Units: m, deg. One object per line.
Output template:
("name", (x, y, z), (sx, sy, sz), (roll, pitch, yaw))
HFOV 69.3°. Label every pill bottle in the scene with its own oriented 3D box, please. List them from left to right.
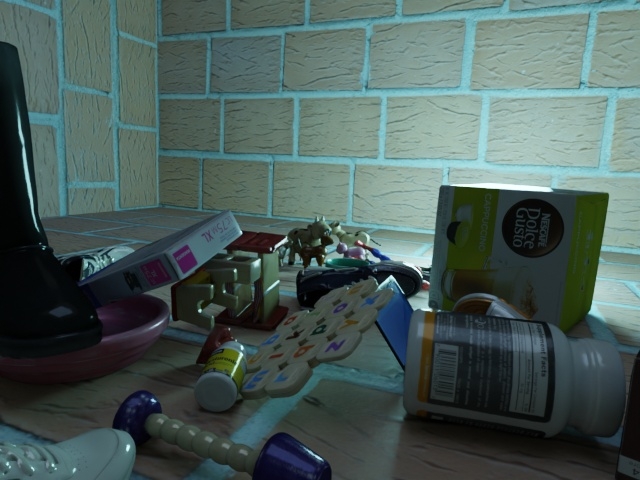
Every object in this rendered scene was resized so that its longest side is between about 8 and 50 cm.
("pill bottle", (-0.151, 0.208, 0.729), (0.065, 0.065, 0.116), (3, 16, 2))
("pill bottle", (0.267, 0.194, 0.678), (0.278, 0.162, 0.162), (5, 10, 13))

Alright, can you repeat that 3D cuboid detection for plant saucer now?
("plant saucer", (-0.452, 0.171, 0.853), (0.331, 0.084, 0.332), (2, 9, 0))

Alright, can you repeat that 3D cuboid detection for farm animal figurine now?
("farm animal figurine", (0.000, 0.000, 1.648), (0.326, 0.173, 0.330), (-2, 1, 37))

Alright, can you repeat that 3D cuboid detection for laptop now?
("laptop", (0.234, 0.171, 0.890), (0.264, 0.137, 0.234), (6, 10, 21))

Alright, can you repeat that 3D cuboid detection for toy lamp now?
("toy lamp", (-0.119, 0.241, 0.538), (0.274, 0.080, 0.080), (7, 10, 24))

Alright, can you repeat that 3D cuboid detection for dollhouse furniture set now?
("dollhouse furniture set", (-0.196, 0.117, 0.947), (0.152, 0.202, 0.374), (6, 16, 16))

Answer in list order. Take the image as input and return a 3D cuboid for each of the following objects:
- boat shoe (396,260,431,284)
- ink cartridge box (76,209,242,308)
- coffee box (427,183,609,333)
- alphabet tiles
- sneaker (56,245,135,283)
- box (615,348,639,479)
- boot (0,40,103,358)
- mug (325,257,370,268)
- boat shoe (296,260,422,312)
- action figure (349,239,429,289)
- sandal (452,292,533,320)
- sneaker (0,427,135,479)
("boat shoe", (0.354, 0.109, 1.483), (0.254, 0.079, 0.095), (5, 9, 15))
("ink cartridge box", (-0.314, 0.042, 0.866), (0.310, 0.065, 0.186), (-16, 17, 32))
("coffee box", (0.528, 0.027, 1.232), (0.334, 0.338, 0.338), (11, 12, 41))
("alphabet tiles", (-0.011, 0.159, 0.779), (0.277, 0.021, 0.284), (-22, 15, 43))
("sneaker", (-0.651, 0.077, 1.344), (0.234, 0.094, 0.153), (-2, 12, -27))
("box", (0.492, 0.218, 0.576), (0.168, 0.167, 0.203), (11, 12, 41))
("boot", (-0.473, -0.077, 0.718), (0.366, 0.446, 0.146), (10, 12, 38))
("mug", (0.089, 0.110, 1.342), (0.157, 0.098, 0.129), (0, 9, -23))
("boat shoe", (0.099, 0.134, 1.190), (0.340, 0.127, 0.158), (-4, 15, 5))
("action figure", (0.198, 0.088, 1.424), (0.280, 0.092, 0.139), (25, 16, 31))
("sandal", (0.350, 0.188, 0.820), (0.265, 0.102, 0.076), (30, 38, 27))
("sneaker", (-0.291, 0.220, 0.392), (0.114, 0.152, 0.305), (6, 8, 30))
